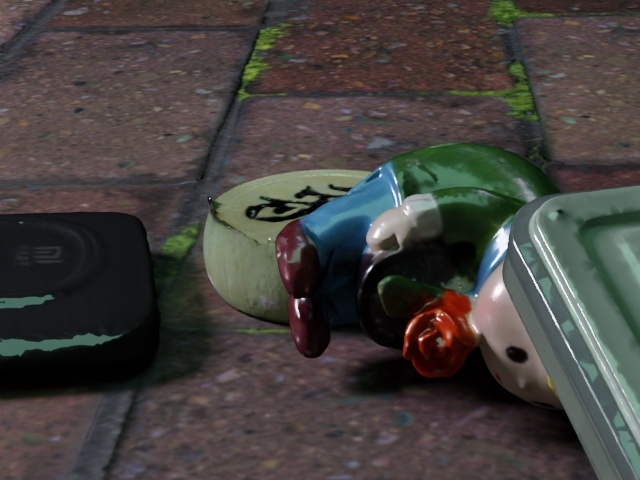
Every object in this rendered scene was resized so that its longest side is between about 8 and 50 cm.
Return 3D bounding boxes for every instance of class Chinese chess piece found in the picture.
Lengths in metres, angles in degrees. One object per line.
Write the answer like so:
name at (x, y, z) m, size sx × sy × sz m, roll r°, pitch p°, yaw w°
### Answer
Chinese chess piece at (0.000, 0.000, 0.931) m, size 0.144 × 0.058 × 0.144 m, roll -2°, pitch 22°, yaw 1°

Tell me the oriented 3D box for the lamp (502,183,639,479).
lamp at (0.236, 0.069, 0.619) m, size 0.269 × 0.047 × 0.266 m, roll -7°, pitch 46°, yaw -17°

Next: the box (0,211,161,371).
box at (-0.197, 0.026, 0.900) m, size 0.201 × 0.042 × 0.212 m, roll -2°, pitch 22°, yaw -7°

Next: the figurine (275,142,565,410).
figurine at (0.095, 0.033, 0.765) m, size 0.185 × 0.127 × 0.234 m, roll -15°, pitch 37°, yaw -24°
